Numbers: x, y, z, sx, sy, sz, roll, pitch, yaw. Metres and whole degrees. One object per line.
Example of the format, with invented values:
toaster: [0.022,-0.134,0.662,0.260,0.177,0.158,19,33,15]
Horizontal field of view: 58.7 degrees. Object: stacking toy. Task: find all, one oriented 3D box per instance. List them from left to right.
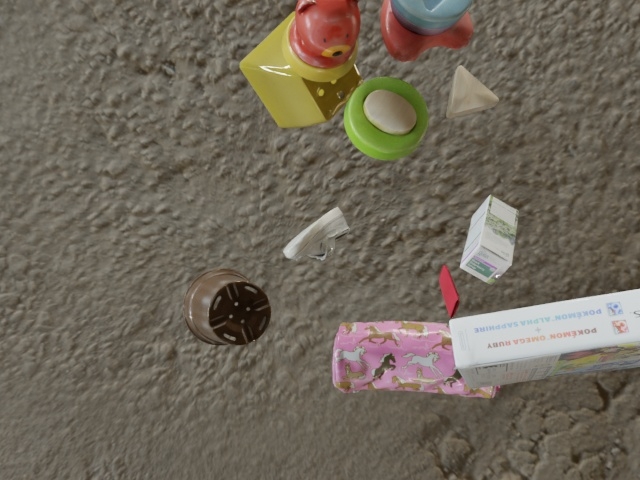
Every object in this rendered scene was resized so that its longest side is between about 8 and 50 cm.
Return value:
stacking toy: [0.126,-0.290,0.850,0.309,0.130,0.279,-27,83,-11]

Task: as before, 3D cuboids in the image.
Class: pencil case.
pencil case: [0.223,0.277,1.320,0.387,0.167,0.160,0,55,9]

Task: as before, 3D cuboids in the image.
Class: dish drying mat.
dish drying mat: [0.173,0.067,0.766,0.008,0.083,0.032,9,119,-6]

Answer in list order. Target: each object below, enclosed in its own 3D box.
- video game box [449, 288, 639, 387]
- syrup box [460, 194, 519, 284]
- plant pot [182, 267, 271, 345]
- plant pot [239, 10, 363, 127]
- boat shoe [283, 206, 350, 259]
video game box: [0.223,0.097,0.530,0.187,0.205,0.048,-9,69,14]
syrup box: [0.440,-0.005,1.471,0.093,0.096,0.236,30,43,0]
plant pot: [-0.184,0.141,1.154,0.167,0.165,0.166,1,88,-22]
plant pot: [-0.025,-0.401,1.387,0.212,0.187,0.212,-48,134,-13]
boat shoe: [0.000,0.000,0.982,0.066,0.184,0.063,-36,92,27]
